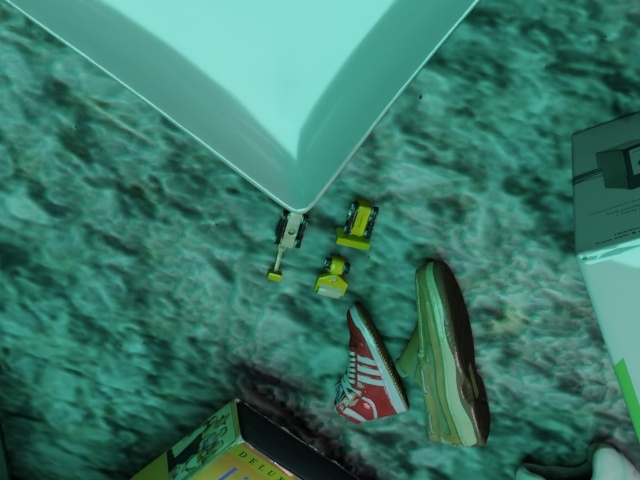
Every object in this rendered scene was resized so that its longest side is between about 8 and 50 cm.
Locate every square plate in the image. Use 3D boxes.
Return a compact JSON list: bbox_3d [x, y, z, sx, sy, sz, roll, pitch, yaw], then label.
[{"bbox_3d":[-0.050,-0.248,1.308,0.347,0.049,0.344,36,111,-9],"label":"square plate"}]

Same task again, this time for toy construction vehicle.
[{"bbox_3d":[0.000,0.000,1.417,0.086,0.035,0.098,10,116,-10],"label":"toy construction vehicle"}]

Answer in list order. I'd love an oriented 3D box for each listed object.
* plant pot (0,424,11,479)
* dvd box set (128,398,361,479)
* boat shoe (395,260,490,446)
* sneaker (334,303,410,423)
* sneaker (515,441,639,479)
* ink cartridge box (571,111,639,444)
[{"bbox_3d":[-0.418,0.239,1.443,0.255,0.271,0.272,-10,112,-5],"label":"plant pot"},{"bbox_3d":[-0.126,0.351,1.501,0.420,0.062,0.307,-39,126,19],"label":"dvd box set"},{"bbox_3d":[0.101,0.108,1.434,0.072,0.068,0.190,-5,112,20],"label":"boat shoe"},{"bbox_3d":[0.032,0.118,1.454,0.067,0.042,0.118,-21,111,10],"label":"sneaker"},{"bbox_3d":[0.204,0.268,1.484,0.232,0.090,0.115,-37,98,9],"label":"sneaker"},{"bbox_3d":[0.285,0.029,1.268,0.115,0.273,0.198,-17,109,15],"label":"ink cartridge box"}]
